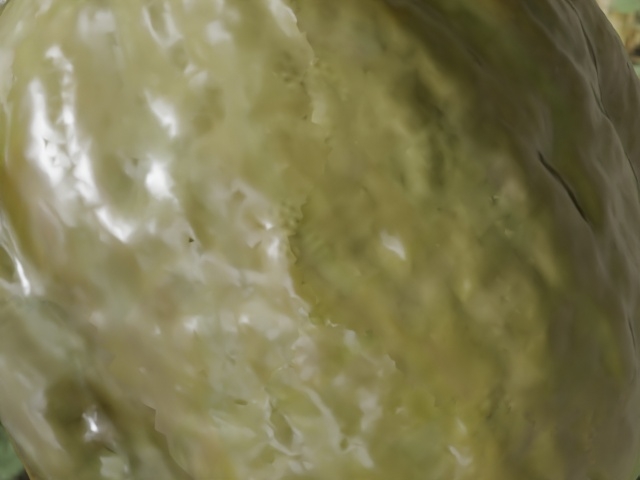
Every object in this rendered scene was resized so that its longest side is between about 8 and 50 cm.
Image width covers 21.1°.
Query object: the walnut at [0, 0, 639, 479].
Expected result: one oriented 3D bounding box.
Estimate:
[{"bbox_3d":[0.000,0.000,0.601,0.227,0.283,0.282,-167,83,-69],"label":"walnut"}]
